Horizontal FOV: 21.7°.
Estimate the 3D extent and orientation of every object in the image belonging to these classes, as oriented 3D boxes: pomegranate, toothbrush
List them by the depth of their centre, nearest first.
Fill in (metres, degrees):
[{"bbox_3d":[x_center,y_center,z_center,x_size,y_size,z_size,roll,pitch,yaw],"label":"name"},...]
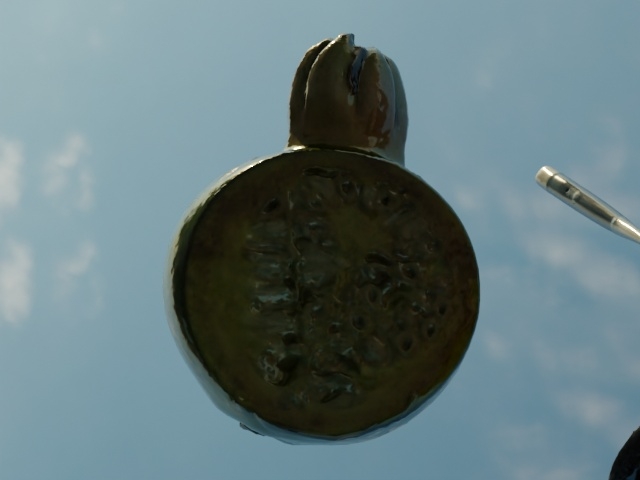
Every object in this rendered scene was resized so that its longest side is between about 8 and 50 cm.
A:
[{"bbox_3d":[-0.012,0.008,1.040,0.159,0.190,0.241,173,-102,-80],"label":"pomegranate"},{"bbox_3d":[0.213,-0.015,1.222,0.019,0.025,0.276,-54,-161,5],"label":"toothbrush"}]

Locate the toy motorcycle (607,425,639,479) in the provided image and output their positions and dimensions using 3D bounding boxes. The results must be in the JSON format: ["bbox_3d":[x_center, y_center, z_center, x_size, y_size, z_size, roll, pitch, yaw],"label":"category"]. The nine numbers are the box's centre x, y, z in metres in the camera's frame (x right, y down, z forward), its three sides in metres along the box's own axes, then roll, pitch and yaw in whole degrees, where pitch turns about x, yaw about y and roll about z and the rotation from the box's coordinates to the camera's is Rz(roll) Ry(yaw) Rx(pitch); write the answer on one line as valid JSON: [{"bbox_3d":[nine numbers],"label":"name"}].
[{"bbox_3d":[0.313,0.066,0.891,0.326,0.221,0.148,-47,-144,11],"label":"toy motorcycle"}]
